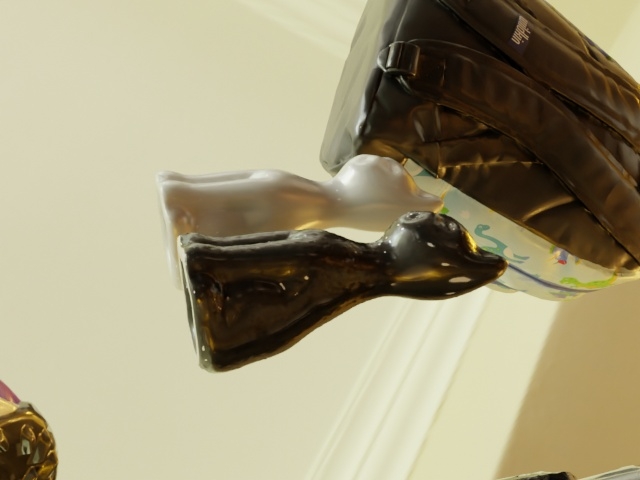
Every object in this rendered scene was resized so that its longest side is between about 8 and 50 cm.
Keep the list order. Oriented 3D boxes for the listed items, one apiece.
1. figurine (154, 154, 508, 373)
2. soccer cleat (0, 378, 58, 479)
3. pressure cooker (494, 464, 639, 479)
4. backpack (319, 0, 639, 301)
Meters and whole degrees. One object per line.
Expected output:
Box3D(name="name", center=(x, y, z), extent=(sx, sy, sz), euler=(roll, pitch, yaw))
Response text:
Box3D(name="figurine", center=(0.000, 0.000, 0.971), extent=(0.209, 0.092, 0.215), euler=(-10, -157, -10))
Box3D(name="soccer cleat", center=(-0.193, 0.058, 0.562), extent=(0.108, 0.318, 0.116), euler=(-39, -116, -15))
Box3D(name="pressure cooker", center=(0.093, 0.356, 0.884), extent=(0.420, 0.375, 0.370), euler=(-16, -94, 4))
Box3D(name="backpack", center=(0.182, -0.090, 1.330), extent=(0.355, 0.273, 0.290), euler=(22, -120, -11))
